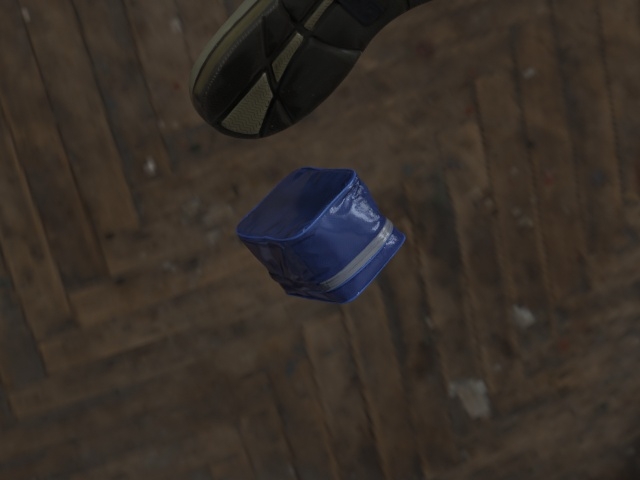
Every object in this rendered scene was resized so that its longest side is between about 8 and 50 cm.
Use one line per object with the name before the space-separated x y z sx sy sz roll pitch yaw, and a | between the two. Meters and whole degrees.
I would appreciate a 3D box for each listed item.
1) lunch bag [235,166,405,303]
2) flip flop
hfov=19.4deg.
lunch bag | 0.000 0.000 1.147 0.067 0.098 0.065 -45 113 -18
flip flop | 0.023 -0.177 1.172 0.277 0.080 0.112 -43 131 6
